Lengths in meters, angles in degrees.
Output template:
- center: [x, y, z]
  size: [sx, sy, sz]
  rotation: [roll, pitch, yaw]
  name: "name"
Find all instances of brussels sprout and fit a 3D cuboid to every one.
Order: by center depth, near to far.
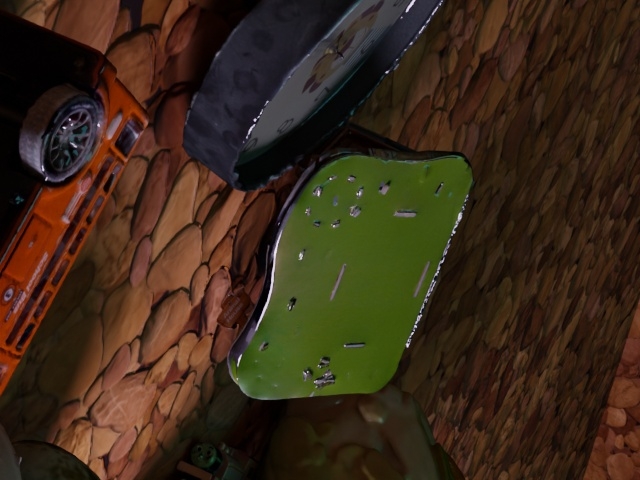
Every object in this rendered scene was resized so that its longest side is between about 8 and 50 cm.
- center: [0.042, 0.331, 1.913]
  size: [0.344, 0.268, 0.344]
  rotation: [10, 90, -86]
  name: "brussels sprout"

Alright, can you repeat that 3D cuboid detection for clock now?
- center: [0.009, -0.171, 1.437]
  size: [0.312, 0.061, 0.312]
  rotation: [-46, 171, -9]
  name: "clock"

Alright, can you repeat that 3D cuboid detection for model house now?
- center: [0.001, -0.001, 1.673]
  size: [0.207, 0.154, 0.294]
  rotation: [0, 125, -32]
  name: "model house"

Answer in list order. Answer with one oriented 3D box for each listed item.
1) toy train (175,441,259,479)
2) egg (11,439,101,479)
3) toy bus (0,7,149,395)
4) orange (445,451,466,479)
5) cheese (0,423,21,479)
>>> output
- center: [-0.115, 0.257, 1.790]
  size: [0.087, 0.050, 0.138]
  rotation: [-66, 159, -11]
  name: "toy train"
- center: [-0.230, 0.263, 1.349]
  size: [0.169, 0.169, 0.231]
  rotation: [-39, 139, -49]
  name: "egg"
- center: [-0.246, 0.019, 1.068]
  size: [0.329, 0.143, 0.153]
  rotation: [-63, 159, -9]
  name: "toy bus"
- center: [0.095, 0.364, 2.153]
  size: [0.183, 0.249, 0.249]
  rotation: [19, 96, -51]
  name: "orange"
- center: [-0.297, 0.214, 1.154]
  size: [0.189, 0.154, 0.198]
  rotation: [17, 96, -65]
  name: "cheese"
